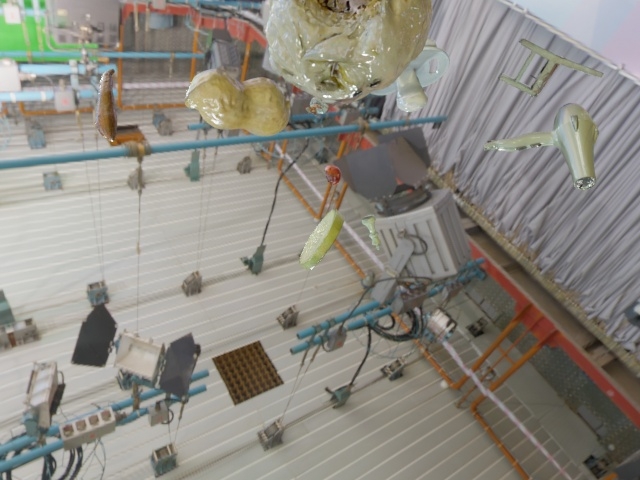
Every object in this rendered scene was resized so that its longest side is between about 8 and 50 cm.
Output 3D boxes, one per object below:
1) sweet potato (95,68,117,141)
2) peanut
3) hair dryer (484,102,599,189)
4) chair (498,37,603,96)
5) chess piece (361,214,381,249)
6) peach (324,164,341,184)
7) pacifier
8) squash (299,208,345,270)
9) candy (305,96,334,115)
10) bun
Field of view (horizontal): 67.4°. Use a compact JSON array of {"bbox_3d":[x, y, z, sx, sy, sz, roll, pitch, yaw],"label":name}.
[{"bbox_3d":[-0.532,-0.345,1.194,0.050,0.050,0.214,-1,-108,-23],"label":"sweet potato"},{"bbox_3d":[-0.148,-0.258,0.901,0.101,0.117,0.263,47,-151,22],"label":"peanut"},{"bbox_3d":[0.498,-0.186,1.030,0.225,0.088,0.219,-22,-133,9],"label":"hair dryer"},{"bbox_3d":[0.727,-0.526,1.537,0.270,0.147,0.136,29,-151,8],"label":"chair"},{"bbox_3d":[0.216,-0.028,1.969,0.059,0.149,0.059,-18,-162,6],"label":"chess piece"},{"bbox_3d":[0.062,-0.306,2.209,0.098,0.061,0.098,44,-147,-40],"label":"peach"},{"bbox_3d":[0.258,-0.481,1.452,0.279,0.227,0.207,-10,-103,9],"label":"pacifier"},{"bbox_3d":[0.000,0.000,1.780,0.049,0.252,0.252,35,-141,-12],"label":"squash"},{"bbox_3d":[0.021,-0.598,2.052,0.086,0.059,0.292,26,-138,9],"label":"candy"},{"bbox_3d":[0.043,-0.339,0.806,0.281,0.281,0.205,13,-98,-8],"label":"bun"}]
